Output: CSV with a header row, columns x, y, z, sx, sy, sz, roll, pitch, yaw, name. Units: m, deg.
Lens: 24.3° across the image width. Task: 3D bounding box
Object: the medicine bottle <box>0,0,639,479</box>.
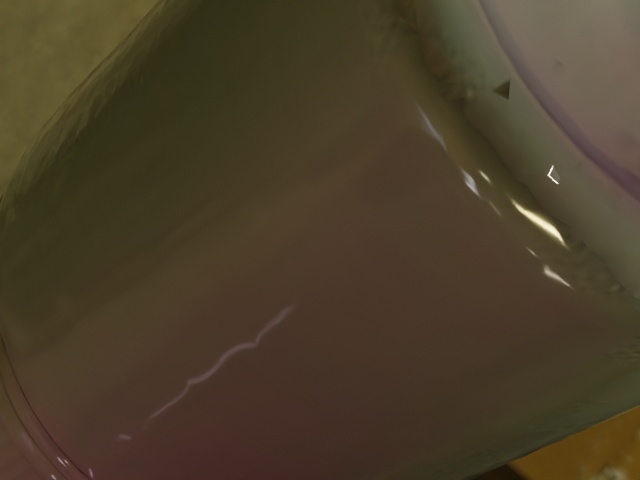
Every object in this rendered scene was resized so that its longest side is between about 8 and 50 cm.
x,y,z,sx,sy,sz,roll,pitch,yaw,name
0.000,0.000,0.574,0.219,0.219,0.388,-36,179,-41,medicine bottle
